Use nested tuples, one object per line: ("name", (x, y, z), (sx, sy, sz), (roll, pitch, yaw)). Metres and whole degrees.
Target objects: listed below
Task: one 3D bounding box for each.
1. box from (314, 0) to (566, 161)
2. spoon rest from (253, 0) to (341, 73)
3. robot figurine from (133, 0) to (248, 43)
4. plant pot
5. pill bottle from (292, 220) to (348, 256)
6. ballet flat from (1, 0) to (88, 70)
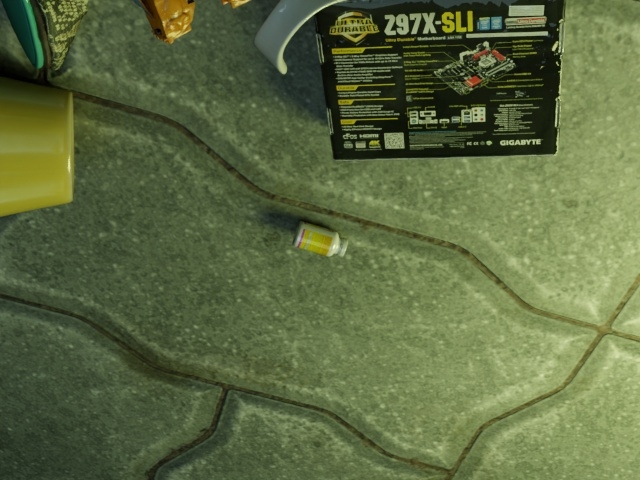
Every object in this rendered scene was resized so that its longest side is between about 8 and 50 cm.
("box", (0.162, -0.231, 1.337), (0.322, 0.079, 0.257), (-1, 130, 10))
("spoon rest", (0.027, -0.322, 1.205), (0.276, 0.084, 0.137), (-45, 83, 7))
("robot figurine", (-0.186, -0.398, 1.187), (0.211, 0.085, 0.291), (-32, 126, -20))
("plant pot", (-0.477, -0.134, 1.422), (0.239, 0.254, 0.254), (0, 134, -13))
("pill bottle", (0.000, 0.000, 1.593), (0.083, 0.043, 0.043), (17, 132, -7))
("ballet flat", (-0.353, -0.386, 1.183), (0.182, 0.164, 0.482), (-32, 154, -8))
